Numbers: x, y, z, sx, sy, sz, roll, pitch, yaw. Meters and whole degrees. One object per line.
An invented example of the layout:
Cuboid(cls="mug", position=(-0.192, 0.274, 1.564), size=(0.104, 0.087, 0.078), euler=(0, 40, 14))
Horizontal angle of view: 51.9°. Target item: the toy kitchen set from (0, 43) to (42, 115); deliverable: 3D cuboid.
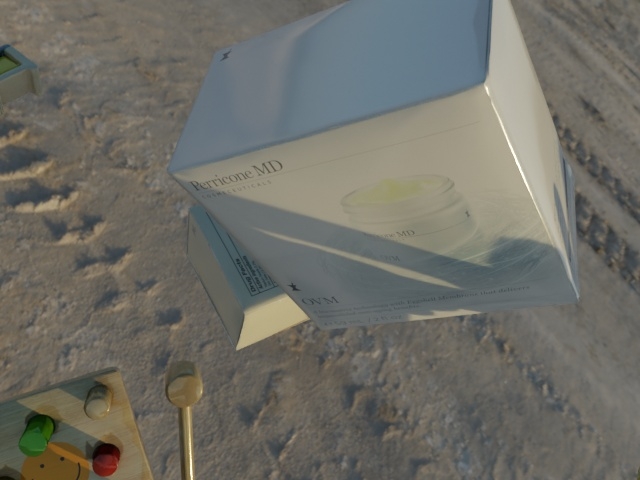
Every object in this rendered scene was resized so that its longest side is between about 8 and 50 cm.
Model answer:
Cuboid(cls="toy kitchen set", position=(-0.417, -0.234, 0.709), size=(0.122, 0.207, 0.166), euler=(32, 51, 16))

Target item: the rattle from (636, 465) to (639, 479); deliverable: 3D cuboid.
Cuboid(cls="rattle", position=(0.339, 0.202, 0.495), size=(0.130, 0.200, 0.142), euler=(-110, -177, -48))

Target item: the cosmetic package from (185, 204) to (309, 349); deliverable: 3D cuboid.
Cuboid(cls="cosmetic package", position=(0.000, 0.000, 0.854), size=(0.310, 0.113, 0.160), euler=(-20, 65, -23))

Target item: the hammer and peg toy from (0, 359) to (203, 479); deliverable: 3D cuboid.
Cuboid(cls="hammer and peg toy", position=(-0.335, 0.331, 0.982), size=(0.127, 0.361, 0.265), euler=(-154, -130, -75))

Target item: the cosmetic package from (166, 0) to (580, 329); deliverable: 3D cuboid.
Cuboid(cls="cosmetic package", position=(0.053, -0.051, 0.495), size=(0.224, 0.224, 0.138), euler=(51, 40, -40))
